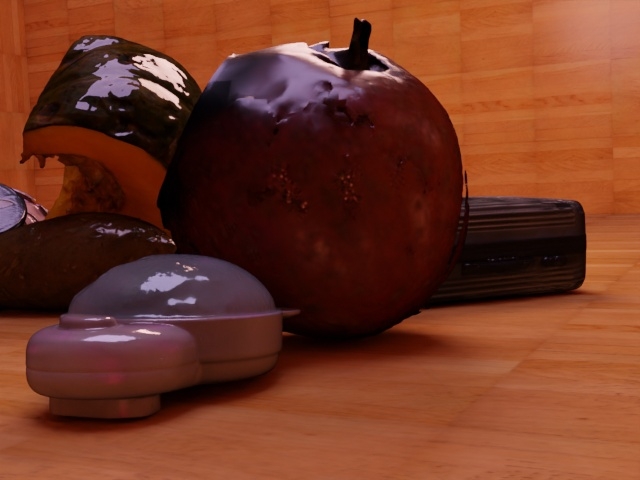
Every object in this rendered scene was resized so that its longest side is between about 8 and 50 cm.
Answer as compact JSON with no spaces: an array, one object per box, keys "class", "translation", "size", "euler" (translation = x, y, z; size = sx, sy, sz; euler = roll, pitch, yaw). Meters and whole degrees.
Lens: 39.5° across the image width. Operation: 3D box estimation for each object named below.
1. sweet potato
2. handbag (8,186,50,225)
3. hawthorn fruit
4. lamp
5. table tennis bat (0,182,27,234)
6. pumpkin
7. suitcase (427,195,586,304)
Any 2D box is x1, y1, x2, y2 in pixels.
[{"class":"sweet potato","translation":[-0.386,0.035,1.176],"size":[0.422,0.131,0.130],"euler":[-6,4,6]},{"class":"handbag","translation":[-0.519,0.000,1.385],"size":[0.205,0.179,0.116],"euler":[18,15,6]},{"class":"hawthorn fruit","translation":[-0.009,-0.047,0.884],"size":[0.315,0.316,0.316],"euler":[-2,4,0]},{"class":"lamp","translation":[-0.129,0.066,0.705],"size":[0.179,0.108,0.246],"euler":[-5,3,22]},{"class":"table tennis bat","translation":[-0.522,-0.029,1.237],"size":[0.150,0.027,0.236],"euler":[36,39,26]},{"class":"pumpkin","translation":[-0.267,-0.118,1.253],"size":[0.256,0.226,0.303],"euler":[8,-37,-5]},{"class":"suitcase","translation":[0.179,0.007,1.167],"size":[0.312,0.128,0.202],"euler":[-3,4,-18]}]
